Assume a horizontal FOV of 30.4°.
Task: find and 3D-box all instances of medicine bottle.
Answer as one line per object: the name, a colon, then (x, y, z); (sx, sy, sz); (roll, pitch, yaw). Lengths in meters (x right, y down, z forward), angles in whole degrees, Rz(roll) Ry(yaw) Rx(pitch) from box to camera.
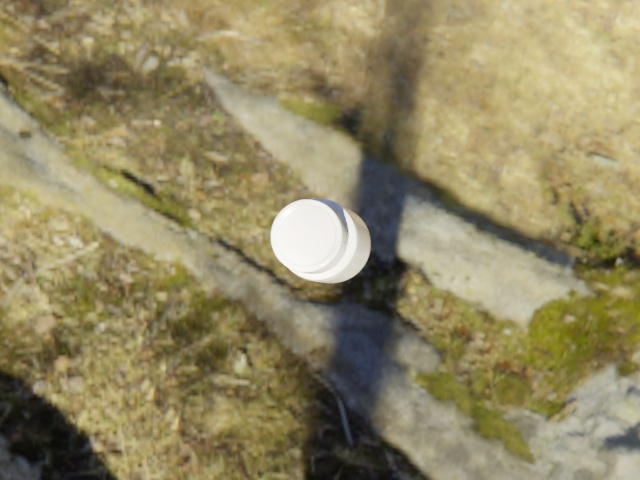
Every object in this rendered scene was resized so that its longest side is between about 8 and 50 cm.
medicine bottle: (0.000, 0.000, 0.745); (0.052, 0.052, 0.089); (20, 0, 12)
